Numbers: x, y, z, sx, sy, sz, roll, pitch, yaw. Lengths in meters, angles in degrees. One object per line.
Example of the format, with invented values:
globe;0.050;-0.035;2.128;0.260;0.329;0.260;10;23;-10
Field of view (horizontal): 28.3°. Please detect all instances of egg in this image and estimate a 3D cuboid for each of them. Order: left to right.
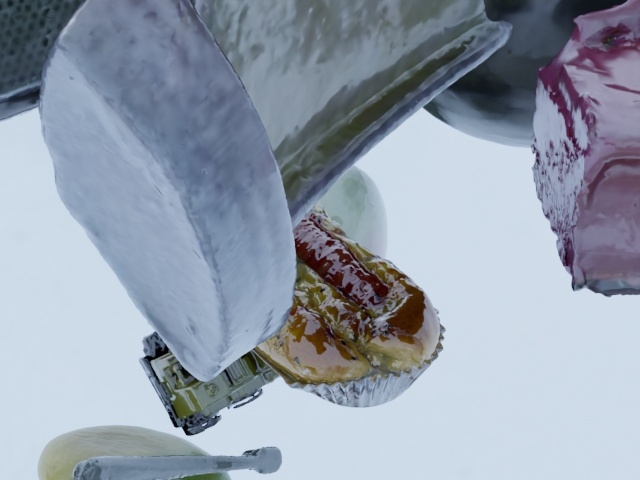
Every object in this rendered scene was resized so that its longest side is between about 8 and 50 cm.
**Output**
egg;0.000;0.000;1.657;0.183;0.183;0.217;28;113;-8

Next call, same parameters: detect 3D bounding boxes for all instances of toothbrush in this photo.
toothbrush;-0.132;0.218;1.228;0.031;0.297;0.030;-7;81;33

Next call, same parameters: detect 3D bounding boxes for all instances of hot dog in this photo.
hot dog;-0.016;0.026;0.936;0.131;0.252;0.069;-22;138;-26

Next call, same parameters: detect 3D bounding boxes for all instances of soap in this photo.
soap;0.264;-0.056;0.691;0.289;0.182;0.112;1;127;-2

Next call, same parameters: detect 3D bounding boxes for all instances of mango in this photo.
mango;-0.216;0.277;1.501;0.238;0.137;0.091;4;120;-1

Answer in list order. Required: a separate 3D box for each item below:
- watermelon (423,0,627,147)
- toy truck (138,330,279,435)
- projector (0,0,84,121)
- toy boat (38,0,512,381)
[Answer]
watermelon;0.187;-0.208;0.947;0.360;0.279;0.278;-15;98;12
toy truck;-0.071;0.112;1.460;0.257;0.127;0.127;-28;92;-29
projector;-0.358;-0.207;0.829;0.405;0.395;0.242;-28;126;-37
toy boat;-0.030;-0.091;0.674;0.111;0.276;0.293;22;71;32
